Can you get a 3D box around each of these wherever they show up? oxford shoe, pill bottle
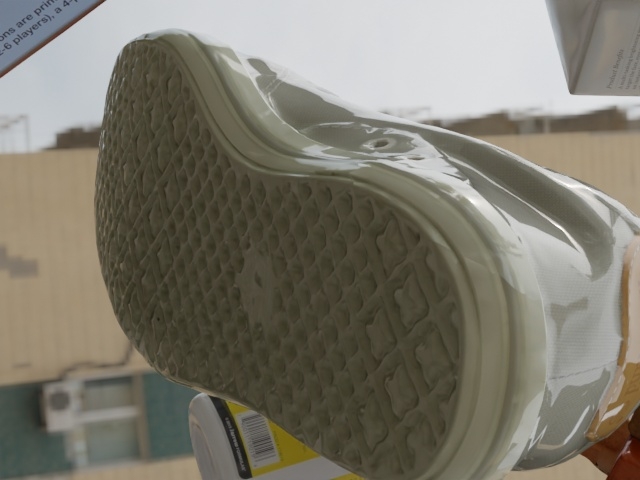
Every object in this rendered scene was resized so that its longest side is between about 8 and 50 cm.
[{"bbox_3d":[0.000,0.000,0.734,0.449,0.130,0.169,28,-64,59],"label":"oxford shoe"},{"bbox_3d":[0.008,0.132,1.086,0.103,0.184,0.103,165,-90,-76],"label":"pill bottle"}]

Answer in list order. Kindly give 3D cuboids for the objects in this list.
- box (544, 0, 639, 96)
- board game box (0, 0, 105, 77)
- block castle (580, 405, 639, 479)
[{"bbox_3d":[0.257,-0.176,1.117,0.091,0.170,0.130,98,-10,-48],"label":"box"},{"bbox_3d":[-0.139,-0.051,0.299,0.281,0.145,0.027,-34,-125,10],"label":"board game box"},{"bbox_3d":[0.275,0.134,0.858,0.453,0.303,0.213,28,-67,14],"label":"block castle"}]
